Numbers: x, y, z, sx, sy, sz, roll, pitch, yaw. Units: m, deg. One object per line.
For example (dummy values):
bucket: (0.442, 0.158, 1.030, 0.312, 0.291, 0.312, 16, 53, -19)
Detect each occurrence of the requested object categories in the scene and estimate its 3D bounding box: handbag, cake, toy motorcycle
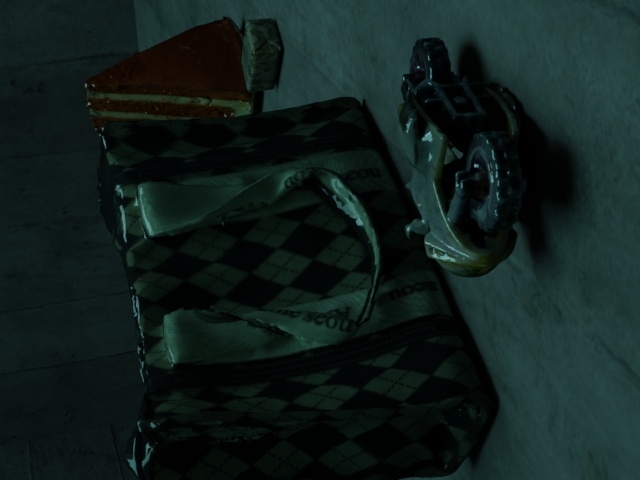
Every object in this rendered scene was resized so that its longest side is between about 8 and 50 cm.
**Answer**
handbag: (-0.055, 0.042, 1.084, 0.180, 0.316, 0.416, 104, 154, -44)
cake: (-0.215, -0.207, 1.760, 0.160, 0.262, 0.158, 52, 159, 24)
toy motorcycle: (0.100, -0.060, 0.862, 0.229, 0.093, 0.130, -109, 15, -54)

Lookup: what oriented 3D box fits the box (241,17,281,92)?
box: (-0.084, -0.259, 1.582, 0.098, 0.044, 0.062, 102, 156, -59)
